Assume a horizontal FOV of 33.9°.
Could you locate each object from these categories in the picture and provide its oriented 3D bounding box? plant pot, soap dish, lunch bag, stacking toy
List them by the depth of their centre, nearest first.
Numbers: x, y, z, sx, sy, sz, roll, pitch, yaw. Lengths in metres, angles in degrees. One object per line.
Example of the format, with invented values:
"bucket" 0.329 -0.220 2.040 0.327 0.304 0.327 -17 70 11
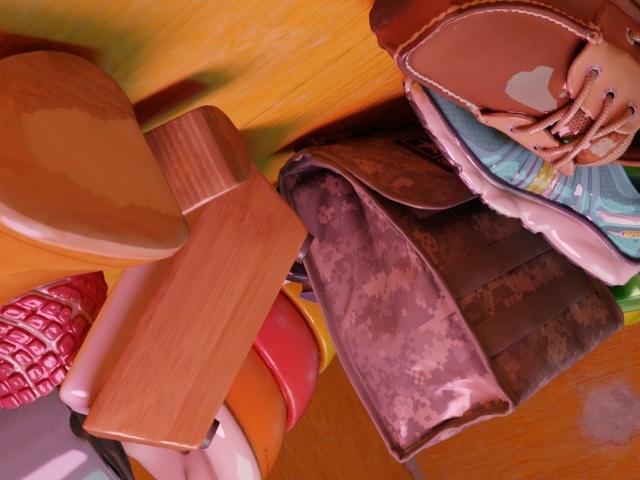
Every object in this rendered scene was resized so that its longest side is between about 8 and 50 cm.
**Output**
"soap dish" -0.114 0.070 0.881 0.229 0.118 0.291 -63 -176 -15
"lunch bag" 0.112 0.013 0.959 0.169 0.287 0.235 -36 169 39
"plant pot" -0.440 0.305 1.339 0.334 0.341 0.341 -31 176 -8
"stacking toy" -0.082 0.134 1.542 0.480 0.351 0.350 -39 -176 -31

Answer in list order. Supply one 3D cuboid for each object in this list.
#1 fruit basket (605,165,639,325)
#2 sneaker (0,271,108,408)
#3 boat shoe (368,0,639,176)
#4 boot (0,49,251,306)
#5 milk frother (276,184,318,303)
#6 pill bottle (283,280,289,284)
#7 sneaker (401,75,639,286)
"fruit basket" 0.278 -0.009 1.212 0.391 0.283 0.392 -17 -179 0
"sneaker" -0.311 0.096 0.938 0.299 0.121 0.112 -36 -153 19
"boat shoe" 0.168 -0.109 0.680 0.324 0.120 0.122 0 154 -47
"boot" -0.168 -0.001 0.540 0.211 0.104 0.295 -26 179 15
"milk frother" 0.000 0.000 1.113 0.129 0.135 0.143 8 167 -6
"pill bottle" -0.115 0.048 1.349 0.160 0.087 0.087 -21 174 -32
"sneaker" 0.184 -0.073 0.860 0.110 0.275 0.107 -51 -157 22
